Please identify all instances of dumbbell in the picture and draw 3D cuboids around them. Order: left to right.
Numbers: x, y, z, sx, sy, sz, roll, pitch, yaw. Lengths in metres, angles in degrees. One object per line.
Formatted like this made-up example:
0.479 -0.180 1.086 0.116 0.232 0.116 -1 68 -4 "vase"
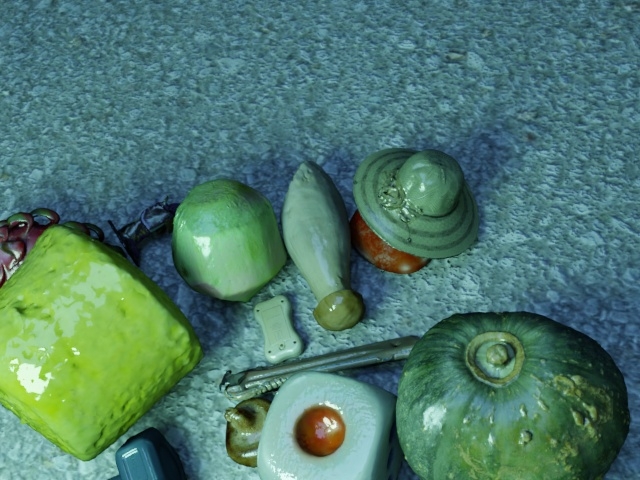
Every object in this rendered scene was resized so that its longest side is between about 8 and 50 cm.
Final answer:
-0.383 0.445 1.439 0.316 0.156 0.143 -27 91 1 "dumbbell"

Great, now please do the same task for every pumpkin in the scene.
0.284 0.256 1.284 0.328 0.257 0.291 12 55 27 "pumpkin"

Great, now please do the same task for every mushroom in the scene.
-0.112 0.323 1.459 0.109 0.085 0.126 12 50 -2 "mushroom"
0.000 0.000 1.569 0.128 0.128 0.350 -18 63 6 "mushroom"

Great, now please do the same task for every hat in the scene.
0.190 -0.097 1.512 0.252 0.110 0.252 10 53 -13 "hat"

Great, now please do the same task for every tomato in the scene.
0.138 -0.032 1.571 0.166 0.082 0.174 -44 59 -10 "tomato"

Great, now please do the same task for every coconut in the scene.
-0.169 0.011 1.568 0.205 0.235 0.236 -25 57 -27 "coconut"

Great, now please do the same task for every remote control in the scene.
-0.076 0.160 1.560 0.074 0.032 0.122 -20 62 5 "remote control"

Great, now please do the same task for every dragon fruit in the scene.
-0.544 0.032 1.663 0.273 0.198 0.218 -35 52 -5 "dragon fruit"

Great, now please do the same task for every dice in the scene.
0.022 0.323 1.360 0.194 0.192 0.193 9 65 18 "dice"

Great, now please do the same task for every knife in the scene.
0.008 0.221 1.486 0.365 0.043 0.089 -13 28 3 "knife"

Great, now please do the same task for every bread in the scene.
-0.408 0.170 1.450 0.348 0.348 0.308 32 65 27 "bread"

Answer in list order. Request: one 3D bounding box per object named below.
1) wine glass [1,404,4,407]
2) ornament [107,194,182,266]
-0.491 0.214 1.629 0.074 0.074 0.262 23 71 24 "wine glass"
-0.314 -0.048 1.704 0.203 0.081 0.088 -35 61 -4 "ornament"
